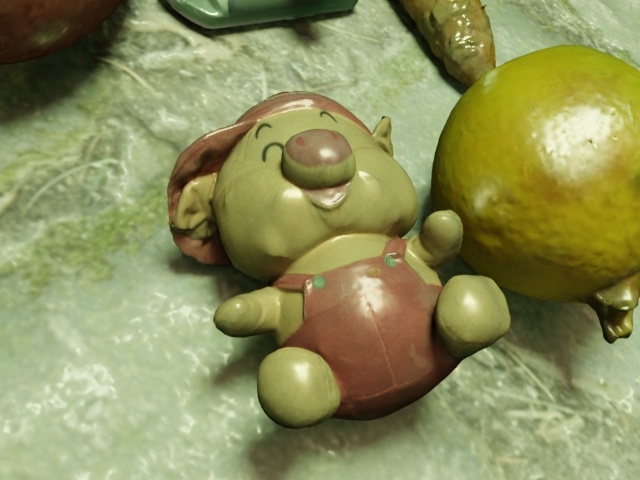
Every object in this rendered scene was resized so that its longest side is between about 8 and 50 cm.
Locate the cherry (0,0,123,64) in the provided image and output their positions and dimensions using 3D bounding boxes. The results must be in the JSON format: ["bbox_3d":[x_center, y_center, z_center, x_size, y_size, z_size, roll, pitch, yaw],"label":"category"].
[{"bbox_3d":[-0.260,-0.259,0.447,0.261,0.221,0.307,48,36,15],"label":"cherry"}]

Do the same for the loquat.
[{"bbox_3d":[0.205,-0.035,0.488,0.214,0.213,0.246,-4,63,-21],"label":"loquat"}]

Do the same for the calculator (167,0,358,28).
[{"bbox_3d":[-0.063,-0.299,0.641,0.246,0.045,0.141,-21,69,-29],"label":"calculator"}]

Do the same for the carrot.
[{"bbox_3d":[0.140,-0.271,0.680,0.102,0.102,0.263,-13,72,-26],"label":"carrot"}]

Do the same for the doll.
[{"bbox_3d":[0.002,-0.002,0.425,0.196,0.152,0.255,-2,56,-35],"label":"doll"}]
